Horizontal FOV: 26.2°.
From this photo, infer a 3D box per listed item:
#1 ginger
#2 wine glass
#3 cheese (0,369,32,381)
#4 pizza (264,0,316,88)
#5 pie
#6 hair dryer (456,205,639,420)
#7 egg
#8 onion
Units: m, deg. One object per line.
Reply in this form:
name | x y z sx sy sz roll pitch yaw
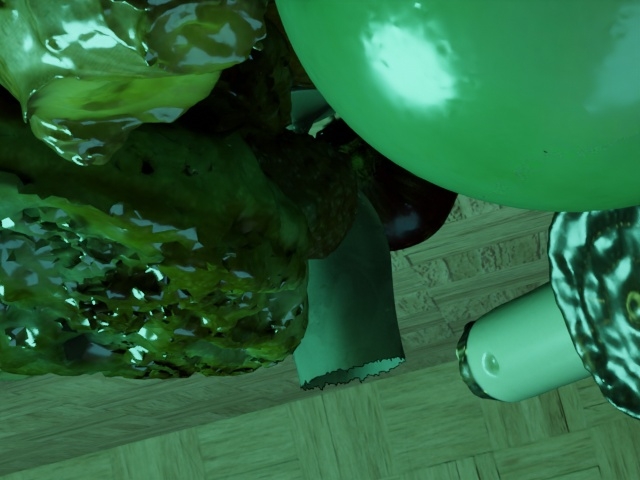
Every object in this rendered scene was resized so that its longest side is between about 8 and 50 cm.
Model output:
ginger | -0.069 -0.109 0.438 0.102 0.157 0.216 -7 175 -27
wine glass | 0.000 0.000 0.963 0.093 0.202 0.093 -12 167 -3
cheese | -0.200 0.039 1.126 0.235 0.117 0.218 -24 165 35
pizza | 0.006 -0.129 0.756 0.134 0.046 0.175 -12 168 4
pie | -0.206 -0.018 0.711 0.418 0.180 0.395 -4 166 10
hair dryer | 0.170 0.030 0.731 0.203 0.128 0.362 -22 173 -28
egg | 0.100 -0.125 0.464 0.220 0.220 0.269 -4 164 -38
onion | 0.052 -0.045 1.052 0.117 0.119 0.118 -26 163 32
